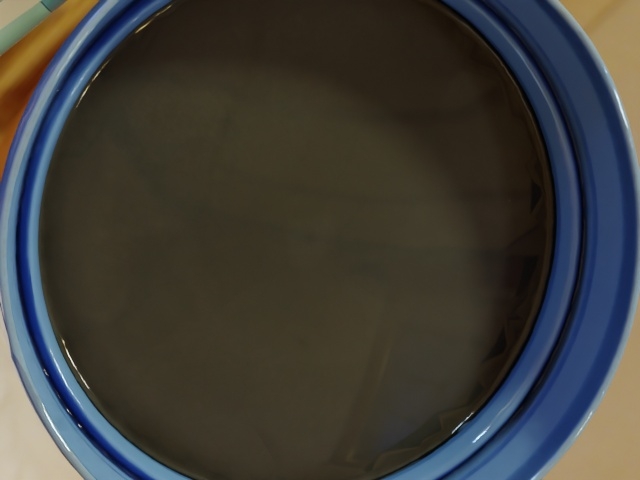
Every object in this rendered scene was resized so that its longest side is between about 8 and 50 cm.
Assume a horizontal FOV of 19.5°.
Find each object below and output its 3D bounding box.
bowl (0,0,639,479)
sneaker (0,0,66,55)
[{"bbox_3d":[0.000,0.000,1.102,0.391,0.391,0.077,38,-4,-19],"label":"bowl"},{"bbox_3d":[-0.237,-0.246,1.257,0.208,0.319,0.127,51,-3,-15],"label":"sneaker"}]
